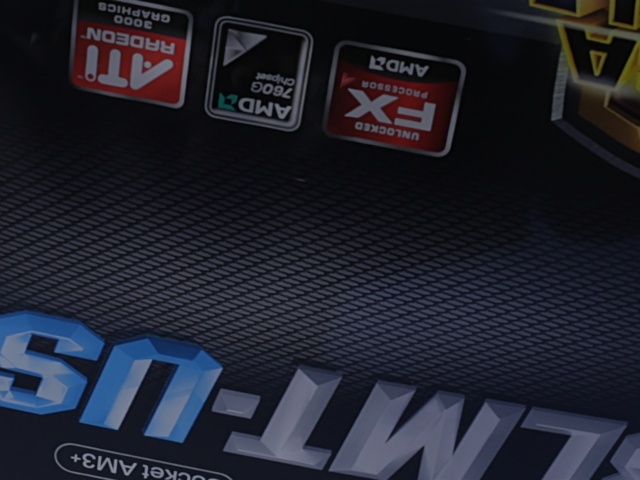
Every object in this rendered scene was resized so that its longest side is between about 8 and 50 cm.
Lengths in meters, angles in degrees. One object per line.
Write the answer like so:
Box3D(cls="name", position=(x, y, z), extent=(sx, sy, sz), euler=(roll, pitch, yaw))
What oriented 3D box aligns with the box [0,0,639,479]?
Box3D(cls="box", position=(0.000, 0.000, 0.430), extent=(0.073, 0.296, 0.293), euler=(-78, -1, -57))
